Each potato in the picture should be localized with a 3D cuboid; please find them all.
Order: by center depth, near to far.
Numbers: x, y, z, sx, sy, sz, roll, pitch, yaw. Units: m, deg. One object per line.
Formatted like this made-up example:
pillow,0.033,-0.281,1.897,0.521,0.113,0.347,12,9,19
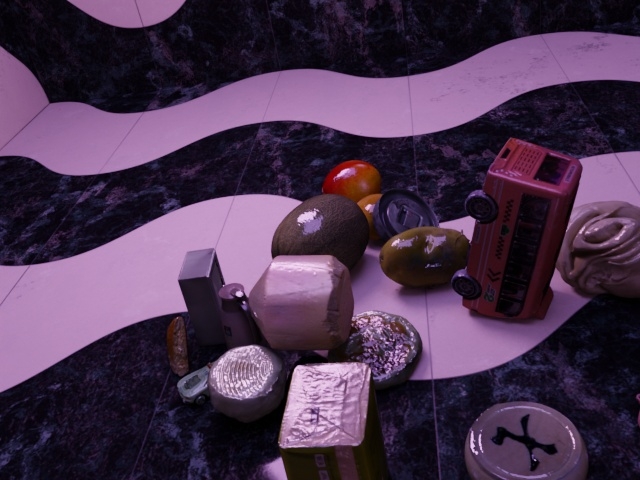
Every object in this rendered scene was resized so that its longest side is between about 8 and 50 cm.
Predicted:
potato,0.283,0.047,1.847,0.248,0.169,0.143,-5,1,-7

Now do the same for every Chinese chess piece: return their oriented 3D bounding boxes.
Chinese chess piece,0.389,0.412,1.314,0.237,0.092,0.238,-9,32,6

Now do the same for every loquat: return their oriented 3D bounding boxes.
loquat,0.171,-0.072,2.093,0.163,0.137,0.163,1,19,0

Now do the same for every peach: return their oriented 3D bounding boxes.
peach,0.094,-0.168,2.225,0.197,0.197,0.197,-8,32,5

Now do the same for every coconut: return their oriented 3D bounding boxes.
coconut,-0.053,0.148,1.629,0.244,0.239,0.239,1,34,17

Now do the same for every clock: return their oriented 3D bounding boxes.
clock,0.251,-0.053,2.007,0.214,0.042,0.215,14,56,-22

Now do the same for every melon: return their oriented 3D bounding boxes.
melon,0.000,0.000,1.947,0.301,0.238,0.237,-35,39,-32

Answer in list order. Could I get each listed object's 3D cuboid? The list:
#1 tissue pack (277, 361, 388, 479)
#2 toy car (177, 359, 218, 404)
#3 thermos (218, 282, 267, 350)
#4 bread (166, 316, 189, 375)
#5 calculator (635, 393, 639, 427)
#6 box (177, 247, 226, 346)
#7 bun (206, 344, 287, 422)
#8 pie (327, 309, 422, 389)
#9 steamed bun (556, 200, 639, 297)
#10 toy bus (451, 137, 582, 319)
tissue pack,0.031,0.397,1.279,0.167,0.275,0.200,-5,33,11
toy car,-0.263,0.331,1.679,0.186,0.058,0.093,-26,33,-21
thermos,-0.195,0.202,1.731,0.105,0.193,0.137,-27,36,-25
bread,-0.369,0.253,1.761,0.054,0.136,0.154,-4,32,-22
calculator,0.789,0.349,1.329,0.329,0.048,0.220,10,40,34
box,-0.298,0.150,1.812,0.086,0.225,0.129,-8,33,6
bun,-0.166,0.338,1.577,0.195,0.118,0.195,-4,33,2
pie,0.131,0.262,1.653,0.240,0.054,0.241,-8,40,7
steamed bun,0.736,0.000,1.740,0.275,0.203,0.289,-22,33,-15
toy bus,0.473,-0.011,1.648,0.232,0.427,0.203,20,42,23
